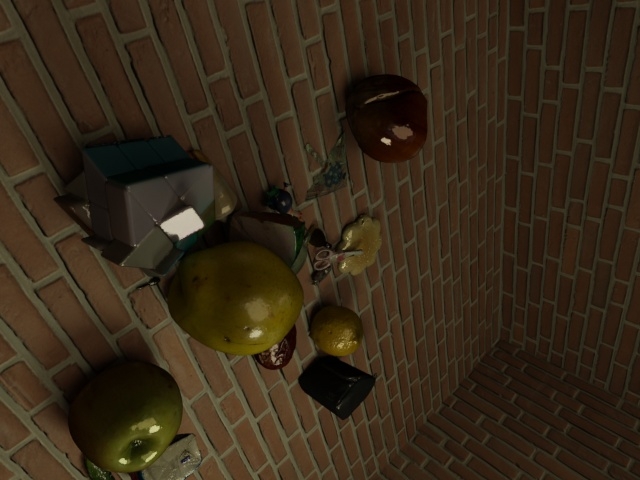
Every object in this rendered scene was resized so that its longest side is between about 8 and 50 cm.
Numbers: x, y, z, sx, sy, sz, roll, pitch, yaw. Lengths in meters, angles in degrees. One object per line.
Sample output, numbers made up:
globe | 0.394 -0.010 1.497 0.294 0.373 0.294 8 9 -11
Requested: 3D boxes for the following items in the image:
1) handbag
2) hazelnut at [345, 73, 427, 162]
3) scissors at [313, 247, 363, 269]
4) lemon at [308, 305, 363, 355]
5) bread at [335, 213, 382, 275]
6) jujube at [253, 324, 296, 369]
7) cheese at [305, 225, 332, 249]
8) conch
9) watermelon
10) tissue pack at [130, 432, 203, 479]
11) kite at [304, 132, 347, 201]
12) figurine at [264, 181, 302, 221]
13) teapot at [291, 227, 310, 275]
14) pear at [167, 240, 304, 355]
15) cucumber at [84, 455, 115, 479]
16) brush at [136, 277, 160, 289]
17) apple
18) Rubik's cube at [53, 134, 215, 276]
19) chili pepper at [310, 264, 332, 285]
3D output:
handbag | 0.081 0.661 2.173 0.275 0.302 0.177 -43 126 -25
hazelnut | 0.266 -0.481 1.826 0.372 0.372 0.315 -11 158 -41
scissors | 0.083 0.068 2.040 0.242 0.030 0.118 -10 133 -22
lemon | 0.082 0.416 2.090 0.228 0.254 0.228 -34 134 -45
bread | 0.191 0.028 2.168 0.316 0.054 0.316 -22 123 -38
jujube | -0.187 0.378 1.861 0.197 0.197 0.290 -1 92 -44
cheese | 0.000 0.000 1.982 0.162 0.036 0.086 35 81 -46
conch | -0.371 -0.173 1.509 0.158 0.127 0.255 -18 100 -4
watermelon | -0.166 -0.028 1.600 0.319 0.292 0.222 90 23 -44
tissue pack | -0.554 0.795 1.628 0.209 0.270 0.137 -23 81 -38
kite | 0.027 -0.298 1.893 0.314 0.011 0.335 35 82 -46
figurine | -0.137 -0.132 1.744 0.195 0.102 0.111 50 50 -41
teapot | -0.146 0.066 1.791 0.294 0.129 0.193 -55 156 -4
pear | -0.255 0.176 1.413 0.418 0.362 0.362 15 98 -39
cucumber | -0.768 0.818 1.588 0.069 0.069 0.227 -29 123 -32
brush | -0.571 0.146 1.515 0.083 0.008 0.024 -24 126 -36
apple | -0.603 0.567 1.457 0.339 0.305 0.338 -21 123 -37
Rubik's cube | -0.475 -0.091 1.266 0.387 0.358 0.368 -25 128 -48
chili pepper | 0.000 0.158 2.049 0.153 0.041 0.050 -46 156 -42
